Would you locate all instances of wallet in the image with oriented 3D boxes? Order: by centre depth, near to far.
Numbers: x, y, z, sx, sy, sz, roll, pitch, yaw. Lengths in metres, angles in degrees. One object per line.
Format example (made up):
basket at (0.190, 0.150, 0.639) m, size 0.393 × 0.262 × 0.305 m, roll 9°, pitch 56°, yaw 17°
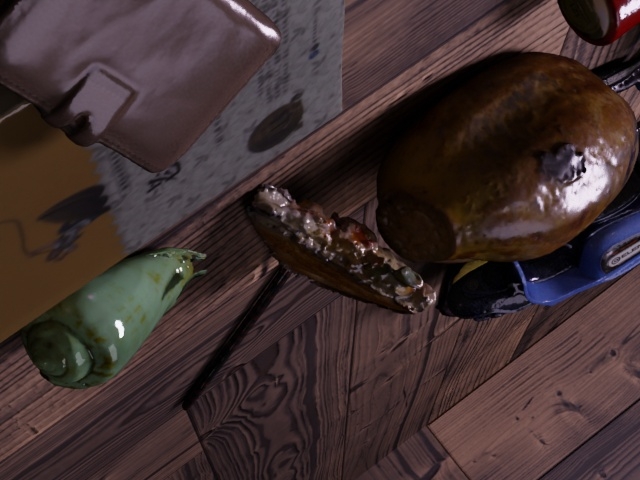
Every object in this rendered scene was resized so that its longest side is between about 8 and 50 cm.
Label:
wallet at (-0.100, -0.102, 0.663) m, size 0.118 × 0.039 × 0.152 m, roll -46°, pitch 144°, yaw 7°

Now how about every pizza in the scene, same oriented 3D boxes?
pizza at (0.000, 0.000, 1.130) m, size 0.195 × 0.185 × 0.052 m, roll 40°, pitch 71°, yaw -47°

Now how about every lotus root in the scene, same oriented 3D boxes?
lotus root at (0.174, -0.063, 1.196) m, size 0.291 × 0.193 × 0.193 m, roll -24°, pitch 159°, yaw -41°

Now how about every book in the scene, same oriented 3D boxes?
book at (-0.139, -0.047, 0.808) m, size 0.389 × 0.032 × 0.269 m, roll -36°, pitch 162°, yaw -13°

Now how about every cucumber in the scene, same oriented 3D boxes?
cucumber at (0.322, -0.179, 1.459) m, size 0.034 × 0.033 × 0.134 m, roll -1°, pitch -164°, yaw 44°

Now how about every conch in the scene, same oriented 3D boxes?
conch at (-0.161, 0.060, 0.990) m, size 0.105 × 0.079 × 0.170 m, roll -33°, pitch 179°, yaw 44°

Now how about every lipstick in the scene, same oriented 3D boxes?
lipstick at (0.318, -0.260, 1.149) m, size 0.241 × 0.080 × 0.080 m, roll -33°, pitch 163°, yaw -19°

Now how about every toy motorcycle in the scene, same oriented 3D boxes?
toy motorcycle at (0.302, -0.018, 1.570) m, size 0.358 × 0.125 × 0.212 m, roll -30°, pitch 149°, yaw 6°

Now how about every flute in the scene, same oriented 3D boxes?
flute at (-0.090, 0.105, 1.361) m, size 0.014 × 0.014 × 0.269 m, roll -22°, pitch 157°, yaw -45°

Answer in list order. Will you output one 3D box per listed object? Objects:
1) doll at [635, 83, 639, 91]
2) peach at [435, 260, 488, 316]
doll at (0.523, -0.277, 1.496) m, size 0.363 × 0.145 × 0.199 m, roll -32°, pitch 125°, yaw 9°
peach at (0.254, -0.007, 1.716) m, size 0.279 × 0.068 × 0.189 m, roll -36°, pitch 153°, yaw 1°
